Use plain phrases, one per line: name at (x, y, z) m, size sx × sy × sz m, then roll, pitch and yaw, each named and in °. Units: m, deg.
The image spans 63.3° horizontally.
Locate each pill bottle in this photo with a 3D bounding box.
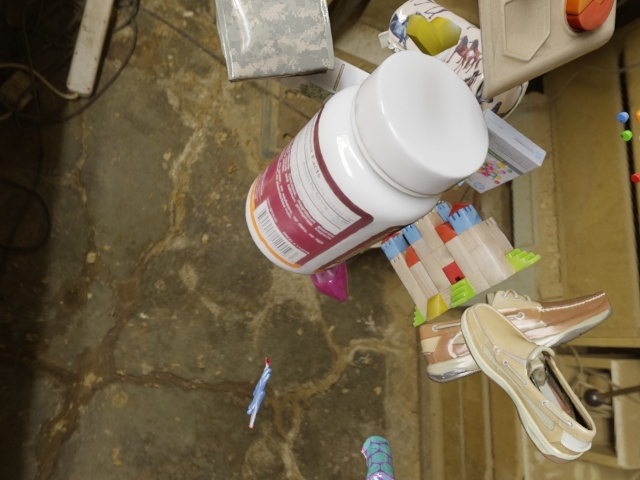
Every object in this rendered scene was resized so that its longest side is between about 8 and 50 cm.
pill bottle at (0.053, -0.103, 0.825) m, size 0.224 × 0.392 × 0.224 m, roll 12°, pitch 65°, yaw -28°

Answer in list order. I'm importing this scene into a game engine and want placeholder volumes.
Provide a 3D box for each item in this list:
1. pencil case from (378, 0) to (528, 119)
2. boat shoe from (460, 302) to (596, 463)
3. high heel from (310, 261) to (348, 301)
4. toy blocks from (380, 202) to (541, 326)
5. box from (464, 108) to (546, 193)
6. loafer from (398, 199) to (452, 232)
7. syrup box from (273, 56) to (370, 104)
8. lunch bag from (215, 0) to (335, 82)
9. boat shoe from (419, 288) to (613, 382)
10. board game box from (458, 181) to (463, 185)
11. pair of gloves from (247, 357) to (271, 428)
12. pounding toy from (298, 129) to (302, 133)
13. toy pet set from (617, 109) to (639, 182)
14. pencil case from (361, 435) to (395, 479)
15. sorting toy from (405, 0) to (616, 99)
pencil case at (0.321, -0.443, 1.277) m, size 0.183 × 0.160 × 0.410 m, roll -36°, pitch 51°, yaw 4°
boat shoe at (0.221, 0.131, 0.552) m, size 0.068 × 0.072 × 0.190 m, roll -12°, pitch 48°, yaw -23°
high heel at (0.000, 0.000, 1.446) m, size 0.181 × 0.127 × 0.377 m, roll 57°, pitch 19°, yaw -35°
toy blocks at (0.321, 0.029, 1.339) m, size 0.190 × 0.381 × 0.261 m, roll -21°, pitch 76°, yaw -40°
box at (0.327, -0.172, 1.039) m, size 0.145 × 0.186 × 0.038 m, roll 33°, pitch 72°, yaw -10°
loafer at (0.288, -0.061, 1.665) m, size 0.268 × 0.092 × 0.102 m, roll -5°, pitch 46°, yaw 11°
syrup box at (0.001, -0.417, 1.323) m, size 0.236 × 0.093 × 0.096 m, roll 23°, pitch 80°, yaw -14°
lunch bag at (-0.107, -0.496, 1.109) m, size 0.235 × 0.169 × 0.287 m, roll -9°, pitch 107°, yaw -6°
boat shoe at (0.323, 0.141, 0.890) m, size 0.323 × 0.122 × 0.120 m, roll -20°, pitch 74°, yaw 4°
board game box at (0.491, -0.316, 2.100) m, size 0.211 × 0.160 × 0.039 m, roll 42°, pitch 110°, yaw -3°
pair of gloves at (-0.163, 0.401, 1.376) m, size 0.023 × 0.198 × 0.159 m, roll 18°, pitch 89°, yaw -5°
pounding toy at (0.059, -0.340, 1.514) m, size 0.236 × 0.183 × 0.110 m, roll 25°, pitch 34°, yaw -43°
toy pet set at (0.513, -0.143, 0.753) m, size 0.065 × 0.114 × 0.122 m, roll -35°, pitch 117°, yaw -10°
pencil case at (0.128, 0.502, 1.154) m, size 0.070 × 0.152 × 0.065 m, roll -5°, pitch 99°, yaw 3°
sorting toy at (0.223, -0.272, 0.563) m, size 0.307 × 0.041 × 0.229 m, roll -27°, pitch 129°, yaw -16°
